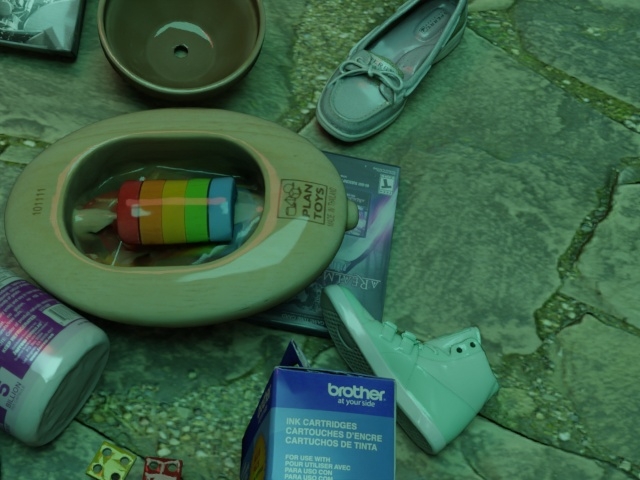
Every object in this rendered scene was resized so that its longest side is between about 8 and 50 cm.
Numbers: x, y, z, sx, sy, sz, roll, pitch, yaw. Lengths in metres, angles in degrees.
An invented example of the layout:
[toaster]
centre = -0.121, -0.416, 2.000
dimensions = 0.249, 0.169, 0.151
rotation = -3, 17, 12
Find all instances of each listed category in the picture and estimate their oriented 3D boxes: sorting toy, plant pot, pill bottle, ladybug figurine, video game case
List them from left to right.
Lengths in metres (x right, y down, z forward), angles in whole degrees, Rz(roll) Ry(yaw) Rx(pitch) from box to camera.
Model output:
[pill bottle]
centre = -0.425, 0.109, 1.553
dimensions = 0.301, 0.169, 0.169
rotation = 31, 63, 10
[sorting toy]
centre = -0.236, 0.378, 1.504
dimensions = 0.132, 0.046, 0.275
rotation = 4, 62, -5
[plant pot]
centre = -0.201, -0.295, 1.820
dimensions = 0.237, 0.110, 0.237
rotation = 3, 70, -8
[ladybug figurine]
centre = -0.174, -0.017, 1.629
dimensions = 0.449, 0.162, 0.305
rotation = 2, 63, 7
[video game case]
centre = 0.000, 0.000, 1.736
dimensions = 0.196, 0.026, 0.274
rotation = 11, 62, -5

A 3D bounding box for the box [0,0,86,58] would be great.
[box]
centre = -0.426, -0.392, 1.831
dimensions = 0.183, 0.056, 0.231
rotation = 10, 86, 1

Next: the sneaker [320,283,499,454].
[sneaker]
centre = 0.119, 0.133, 1.641
dimensions = 0.151, 0.094, 0.256
rotation = -38, 87, -18

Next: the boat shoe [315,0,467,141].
[boat shoe]
centre = 0.110, -0.272, 1.858
dimensions = 0.118, 0.103, 0.320
rotation = 40, 65, 14

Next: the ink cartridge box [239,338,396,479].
[ink cartridge box]
centre = -0.012, 0.317, 1.437
dimensions = 0.151, 0.270, 0.396
rotation = 9, 61, -8
